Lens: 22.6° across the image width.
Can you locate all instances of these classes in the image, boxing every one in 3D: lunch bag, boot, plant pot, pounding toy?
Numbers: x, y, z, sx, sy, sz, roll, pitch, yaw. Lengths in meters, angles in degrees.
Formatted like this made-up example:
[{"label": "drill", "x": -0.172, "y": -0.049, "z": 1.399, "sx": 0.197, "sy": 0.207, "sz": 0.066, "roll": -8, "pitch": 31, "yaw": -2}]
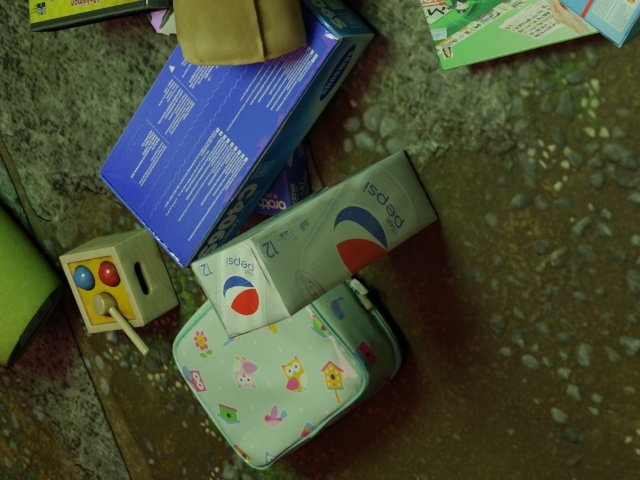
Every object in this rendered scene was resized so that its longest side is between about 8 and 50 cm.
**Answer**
[{"label": "lunch bag", "x": -0.044, "y": 0.126, "z": 1.911, "sx": 0.224, "sy": 0.108, "sz": 0.279, "roll": 54, "pitch": 132, "yaw": 8}, {"label": "boot", "x": -0.041, "y": -0.308, "z": 1.589, "sx": 0.236, "sy": 0.089, "sz": 0.270, "roll": -2, "pitch": 131, "yaw": 6}, {"label": "plant pot", "x": -0.504, "y": 0.035, "z": 2.155, "sx": 0.293, "sy": 0.275, "sz": 0.275, "roll": 32, "pitch": 130, "yaw": 2}, {"label": "pounding toy", "x": -0.257, "y": 0.070, "z": 2.057, "sx": 0.130, "sy": 0.100, "sz": 0.141, "roll": -10, "pitch": 105, "yaw": 41}]

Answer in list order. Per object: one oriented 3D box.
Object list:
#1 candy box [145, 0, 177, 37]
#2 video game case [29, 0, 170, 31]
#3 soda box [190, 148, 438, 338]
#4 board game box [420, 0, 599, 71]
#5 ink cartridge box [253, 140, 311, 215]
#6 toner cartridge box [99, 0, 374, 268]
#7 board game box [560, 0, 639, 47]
[{"label": "candy box", "x": -0.134, "y": -0.339, "z": 1.711, "sx": 0.196, "sy": 0.070, "sz": 0.165, "roll": -58, "pitch": 44, "yaw": 27}, {"label": "video game case", "x": -0.253, "y": -0.364, "z": 1.750, "sx": 0.275, "sy": 0.035, "sz": 0.248, "roll": 2, "pitch": 96, "yaw": 54}, {"label": "soda box", "x": 0.000, "y": 0.000, "z": 1.691, "sx": 0.098, "sy": 0.286, "sz": 0.091, "roll": -23, "pitch": 96, "yaw": 41}, {"label": "board game box", "x": 0.219, "y": -0.298, "z": 1.536, "sx": 0.317, "sy": 0.046, "sz": 0.214, "roll": -10, "pitch": 106, "yaw": 41}, {"label": "ink cartridge box", "x": -0.109, "y": -0.090, "z": 1.898, "sx": 0.207, "sy": 0.046, "sz": 0.097, "roll": 9, "pitch": 117, "yaw": 35}, {"label": "toner cartridge box", "x": -0.101, "y": -0.149, "z": 1.791, "sx": 0.165, "sy": 0.075, "sz": 0.348, "roll": 46, "pitch": 121, "yaw": 17}, {"label": "board game box", "x": 0.236, "y": -0.303, "z": 1.462, "sx": 0.211, "sy": 0.039, "sz": 0.160, "roll": 40, "pitch": 130, "yaw": 15}]
